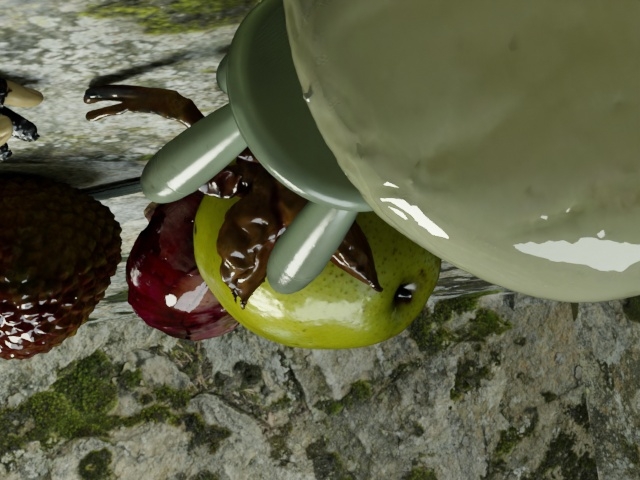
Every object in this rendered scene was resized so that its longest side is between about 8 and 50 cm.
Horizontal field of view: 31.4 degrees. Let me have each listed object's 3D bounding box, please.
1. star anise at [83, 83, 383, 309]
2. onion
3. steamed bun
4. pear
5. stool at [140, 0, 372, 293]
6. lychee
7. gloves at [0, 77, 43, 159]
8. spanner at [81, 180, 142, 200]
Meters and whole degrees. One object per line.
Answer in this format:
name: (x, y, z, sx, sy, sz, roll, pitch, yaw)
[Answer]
star anise: (-0.079, -0.063, 1.139, 0.346, 0.237, 0.148, 33, -170, -12)
onion: (-0.170, 0.020, 1.604, 0.252, 0.219, 0.252, -39, 152, -26)
steamed bun: (0.154, -0.119, 0.658, 0.334, 0.312, 0.233, -5, 173, 8)
pear: (0.000, 0.000, 1.344, 0.294, 0.294, 0.294, -7, 171, -1)
stool: (-0.017, -0.089, 0.975, 0.195, 0.195, 0.199, 36, 151, -10)
lychee: (-0.369, 0.029, 1.415, 0.271, 0.236, 0.236, -31, -173, -38)
gloves: (-0.344, -0.110, 1.043, 0.181, 0.106, 0.129, -34, -176, -25)
spanner: (-0.244, -0.073, 1.518, 0.302, 0.017, 0.071, -10, 170, 23)
